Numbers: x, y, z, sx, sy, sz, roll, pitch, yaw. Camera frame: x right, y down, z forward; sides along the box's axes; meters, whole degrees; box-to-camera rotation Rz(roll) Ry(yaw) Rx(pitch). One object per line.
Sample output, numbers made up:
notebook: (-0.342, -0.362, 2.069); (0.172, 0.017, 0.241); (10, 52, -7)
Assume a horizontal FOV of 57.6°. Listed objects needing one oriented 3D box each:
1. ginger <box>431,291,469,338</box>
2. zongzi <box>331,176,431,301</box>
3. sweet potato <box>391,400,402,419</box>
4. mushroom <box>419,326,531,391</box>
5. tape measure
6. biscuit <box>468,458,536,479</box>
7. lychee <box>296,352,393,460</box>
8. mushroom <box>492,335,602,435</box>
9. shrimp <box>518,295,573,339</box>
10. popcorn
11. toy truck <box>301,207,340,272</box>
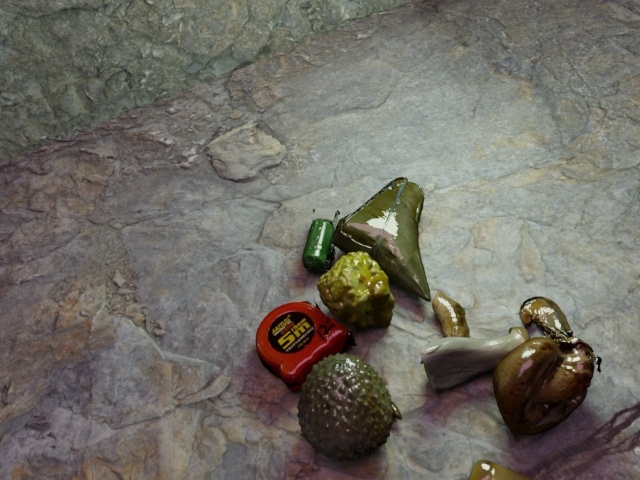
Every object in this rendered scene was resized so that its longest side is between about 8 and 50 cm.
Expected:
ginger: (0.387, 0.231, 1.729); (0.095, 0.069, 0.190); (21, 37, -29)
zongzi: (0.291, -0.015, 1.904); (0.393, 0.174, 0.356); (35, 59, 22)
sweet potato: (0.176, 0.448, 1.625); (0.041, 0.038, 0.153); (-10, 37, -28)
mushroom: (0.431, 0.317, 1.603); (0.328, 0.159, 0.122); (-13, 61, -4)
tape measure: (-0.063, 0.302, 1.743); (0.253, 0.114, 0.260); (-38, 51, -18)
biscuit: (0.470, 0.670, 1.361); (0.290, 0.062, 0.237); (21, 57, 20)
lychee: (0.065, 0.436, 1.525); (0.255, 0.275, 0.255); (3, 21, -1)
mushroom: (0.572, 0.351, 1.485); (0.283, 0.263, 0.195); (-41, 26, 18)
shrimp: (0.655, 0.263, 1.661); (0.117, 0.066, 0.262); (-22, 34, 13)
popcorn: (0.124, 0.160, 1.752); (0.251, 0.237, 0.206); (42, 80, 2)
toy truck: (0.000, 0.000, 1.966); (0.101, 0.125, 0.243); (3, 51, 15)
